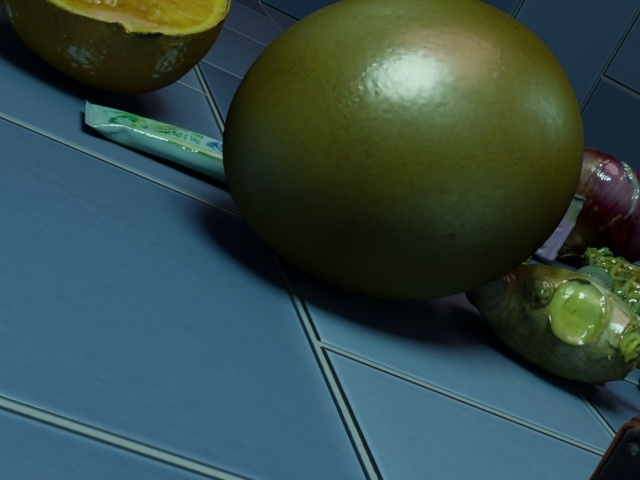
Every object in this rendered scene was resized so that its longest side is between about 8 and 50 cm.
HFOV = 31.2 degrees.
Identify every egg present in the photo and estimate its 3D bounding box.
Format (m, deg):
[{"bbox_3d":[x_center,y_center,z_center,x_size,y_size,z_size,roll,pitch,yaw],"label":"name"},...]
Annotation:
[{"bbox_3d":[0.077,-0.085,1.045,0.351,0.282,0.282,-10,36,-36],"label":"egg"}]

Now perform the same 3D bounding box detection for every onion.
[{"bbox_3d":[0.405,-0.034,1.761,0.230,0.163,0.230,25,-32,17],"label":"onion"}]

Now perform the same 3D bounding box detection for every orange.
[{"bbox_3d":[-0.239,-0.301,1.285,0.274,0.274,0.310,7,69,-55],"label":"orange"}]

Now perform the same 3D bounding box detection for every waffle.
[{"bbox_3d":[0.476,0.087,1.651,0.214,0.054,0.208,25,17,-24],"label":"waffle"}]

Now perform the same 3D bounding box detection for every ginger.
[{"bbox_3d":[0.245,0.086,1.141,0.216,0.102,0.157,25,-13,5],"label":"ginger"}]

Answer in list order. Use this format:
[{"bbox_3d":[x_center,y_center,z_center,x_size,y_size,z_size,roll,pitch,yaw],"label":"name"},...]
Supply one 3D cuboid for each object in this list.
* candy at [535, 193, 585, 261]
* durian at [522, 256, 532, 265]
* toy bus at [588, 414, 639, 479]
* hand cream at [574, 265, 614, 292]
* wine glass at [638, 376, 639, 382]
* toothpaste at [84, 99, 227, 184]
[{"bbox_3d":[0.236,-0.073,1.630,0.265,0.116,0.155,16,15,-39],"label":"candy"},{"bbox_3d":[0.184,-0.048,1.400,0.252,0.139,0.144,37,4,29],"label":"durian"},{"bbox_3d":[0.290,0.236,0.628,0.329,0.143,0.153,34,15,27],"label":"toy bus"},{"bbox_3d":[0.316,0.077,1.412,0.086,0.055,0.235,30,21,18],"label":"hand cream"},{"bbox_3d":[0.573,0.157,1.228,0.406,0.267,0.267,29,14,18],"label":"wine glass"},{"bbox_3d":[-0.103,-0.079,1.185,0.297,0.048,0.075,20,19,-17],"label":"toothpaste"}]
